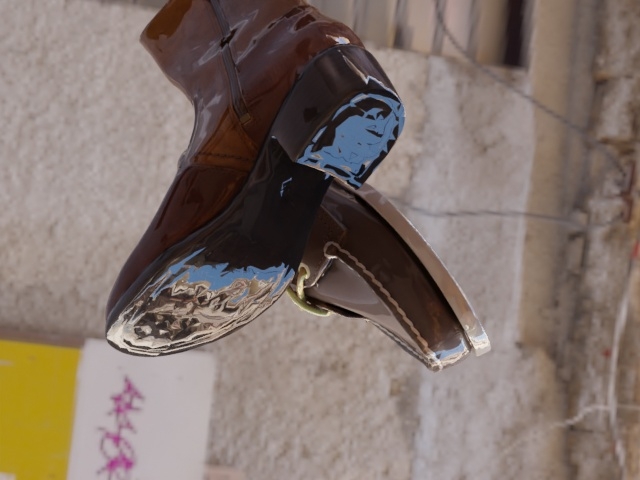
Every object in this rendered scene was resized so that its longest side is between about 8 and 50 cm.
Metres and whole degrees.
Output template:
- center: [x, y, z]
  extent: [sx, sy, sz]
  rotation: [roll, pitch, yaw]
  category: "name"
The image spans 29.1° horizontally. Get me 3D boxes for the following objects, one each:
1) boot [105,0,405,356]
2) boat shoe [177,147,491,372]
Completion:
- center: [-0.091, -0.087, 0.879]
  extent: [0.264, 0.096, 0.280]
  rotation: [-53, -138, 19]
  category: "boot"
- center: [0.000, 0.000, 0.908]
  extent: [0.324, 0.096, 0.116]
  rotation: [46, -14, 42]
  category: "boat shoe"
